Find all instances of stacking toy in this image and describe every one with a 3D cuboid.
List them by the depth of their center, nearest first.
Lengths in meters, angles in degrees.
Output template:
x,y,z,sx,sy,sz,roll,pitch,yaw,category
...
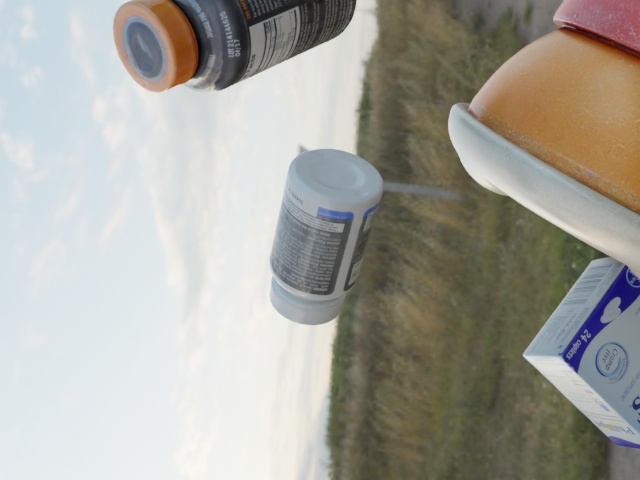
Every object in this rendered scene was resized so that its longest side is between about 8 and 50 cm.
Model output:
x,y,z,sx,sy,sz,roll,pitch,yaw,category
0.363,-0.209,0.767,0.479,0.351,0.350,-63,3,17,stacking toy

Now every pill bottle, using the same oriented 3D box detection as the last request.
x,y,z,sx,sy,sz,roll,pitch,yaw,category
0.000,0.000,0.719,0.078,0.078,0.137,-81,4,-53,pill bottle
-0.085,-0.228,0.868,0.246,0.130,0.130,-34,-40,-39,pill bottle

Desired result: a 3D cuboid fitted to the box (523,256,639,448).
x,y,z,sx,sy,sz,roll,pitch,yaw,category
0.287,0.106,0.818,0.126,0.137,0.072,-49,9,-16,box
